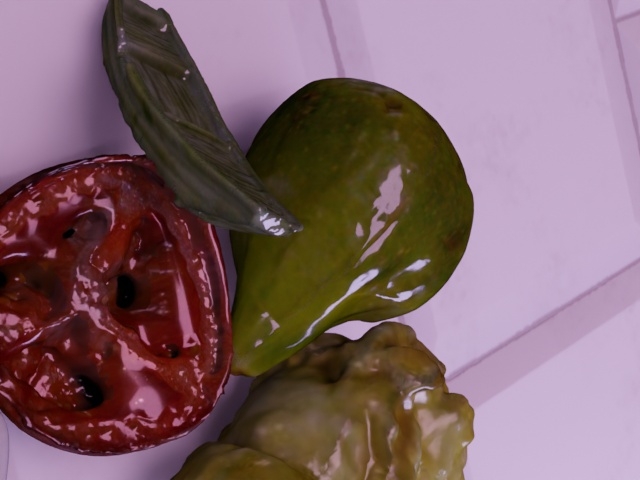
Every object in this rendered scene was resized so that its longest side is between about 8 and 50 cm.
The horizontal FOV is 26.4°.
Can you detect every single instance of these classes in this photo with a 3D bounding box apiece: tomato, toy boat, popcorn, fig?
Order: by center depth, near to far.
[{"bbox_3d":[-0.175,0.047,1.008,0.228,0.101,0.228,9,76,-38],"label":"tomato"},{"bbox_3d":[-0.102,-0.089,1.018,0.093,0.293,0.055,24,114,-44],"label":"toy boat"},{"bbox_3d":[0.000,0.000,1.116,0.275,0.206,0.206,-50,121,-35],"label":"fig"},{"bbox_3d":[0.011,0.211,1.135,0.286,0.174,0.225,-42,123,-39],"label":"popcorn"}]

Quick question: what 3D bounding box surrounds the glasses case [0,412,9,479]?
[{"bbox_3d":[-0.263,0.219,0.904,0.059,0.092,0.233,28,68,-43],"label":"glasses case"}]
